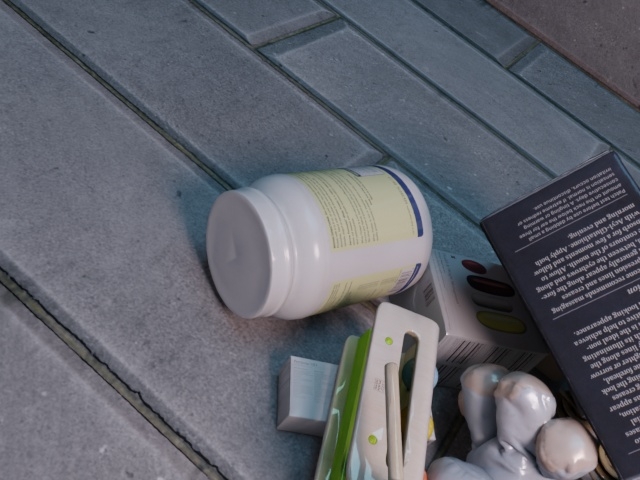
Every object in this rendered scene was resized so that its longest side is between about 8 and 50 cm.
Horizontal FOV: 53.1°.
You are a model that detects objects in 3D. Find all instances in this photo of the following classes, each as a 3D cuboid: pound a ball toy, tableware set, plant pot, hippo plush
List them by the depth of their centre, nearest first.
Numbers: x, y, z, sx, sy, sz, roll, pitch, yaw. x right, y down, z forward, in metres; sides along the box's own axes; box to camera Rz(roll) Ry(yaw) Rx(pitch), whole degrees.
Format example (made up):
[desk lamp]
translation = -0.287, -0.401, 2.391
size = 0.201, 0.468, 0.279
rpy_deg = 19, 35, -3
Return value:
[pound a ball toy]
translation = 0.104, 0.237, 0.839
size = 0.136, 0.208, 0.319
rpy_deg = 24, 49, -10
[hippo plush]
translation = 0.228, 0.336, 0.930
size = 0.236, 0.294, 0.234
rpy_deg = -30, 47, -18
[tableware set]
translation = 0.507, 0.354, 1.174
size = 0.128, 0.039, 0.194
rpy_deg = -7, 54, -36
[plant pot]
translation = 0.472, 0.211, 1.250
size = 0.109, 0.109, 0.096
rpy_deg = -20, 75, -42

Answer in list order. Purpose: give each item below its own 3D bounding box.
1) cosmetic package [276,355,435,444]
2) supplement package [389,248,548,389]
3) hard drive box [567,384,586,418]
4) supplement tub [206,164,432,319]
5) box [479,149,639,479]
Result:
[cosmetic package]
translation = 0.054, 0.253, 0.984
size = 0.239, 0.060, 0.099
rpy_deg = 15, 49, -17
[supplement package]
translation = 0.256, 0.146, 1.143
size = 0.203, 0.149, 0.194
rpy_deg = 13, 44, -19
[hard drive box]
translation = 0.606, 0.283, 1.164
size = 0.232, 0.181, 0.089
rpy_deg = 29, 28, -16
[supplement tub]
translation = 0.000, 0.000, 1.067
size = 0.325, 0.235, 0.235
rpy_deg = -10, 56, -37
[box]
translation = 0.442, 0.113, 0.958
size = 0.293, 0.212, 0.395
rpy_deg = 22, 41, -65
